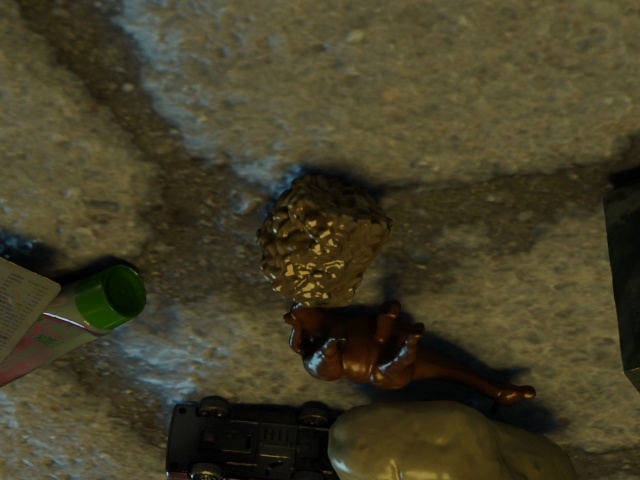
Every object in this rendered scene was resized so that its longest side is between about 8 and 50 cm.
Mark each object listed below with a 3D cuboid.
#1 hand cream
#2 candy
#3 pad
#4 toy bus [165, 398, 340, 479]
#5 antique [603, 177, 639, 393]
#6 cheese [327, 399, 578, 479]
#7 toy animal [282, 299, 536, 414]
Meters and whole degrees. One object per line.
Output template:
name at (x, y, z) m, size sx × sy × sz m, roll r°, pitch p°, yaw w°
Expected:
hand cream at (-0.263, 0.089, 1.431) m, size 0.275 × 0.050 × 0.079 m, roll -25°, pitch 112°, yaw 40°
candy at (0.000, 0.000, 1.265) m, size 0.095 × 0.085 × 0.110 m, roll 14°, pitch 132°, yaw -31°
pad at (-0.369, 0.025, 1.336) m, size 0.265 × 0.009 × 0.159 m, roll 25°, pitch 138°, yaw -18°
toy bus at (-0.063, 0.218, 1.563) m, size 0.178 × 0.087 × 0.098 m, roll 5°, pitch 147°, yaw 0°
antique at (0.278, 0.032, 1.202) m, size 0.088 × 0.183 × 0.086 m, roll -19°, pitch 139°, yaw 25°
cheese at (0.126, 0.213, 1.504) m, size 0.159 × 0.093 × 0.263 m, roll -9°, pitch 158°, yaw 38°
toy animal at (0.085, 0.106, 1.414) m, size 0.224 × 0.066 × 0.229 m, roll 3°, pitch 157°, yaw 7°
